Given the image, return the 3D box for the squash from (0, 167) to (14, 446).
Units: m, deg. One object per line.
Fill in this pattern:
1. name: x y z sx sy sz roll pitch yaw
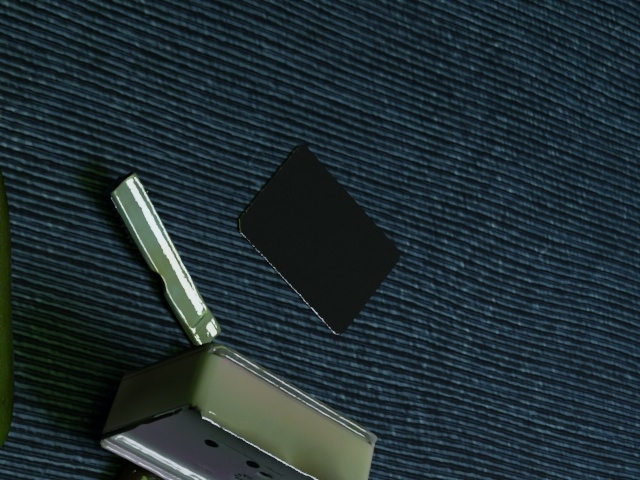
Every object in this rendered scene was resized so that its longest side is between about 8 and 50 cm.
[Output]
1. squash: -0.291 0.021 1.415 0.087 0.087 0.331 1 85 -32

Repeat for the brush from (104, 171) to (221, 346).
1. brush: -0.142 0.020 1.544 0.033 0.030 0.178 -45 121 -34

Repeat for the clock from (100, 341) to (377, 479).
1. clock: -0.069 0.169 1.470 0.192 0.147 0.071 32 56 -28

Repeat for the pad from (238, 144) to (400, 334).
1. pad: 0.000 0.000 1.647 0.157 0.003 0.112 48 64 -21

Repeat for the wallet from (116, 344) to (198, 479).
1. wallet: -0.119 0.204 1.543 0.110 0.031 0.198 37 69 -26
